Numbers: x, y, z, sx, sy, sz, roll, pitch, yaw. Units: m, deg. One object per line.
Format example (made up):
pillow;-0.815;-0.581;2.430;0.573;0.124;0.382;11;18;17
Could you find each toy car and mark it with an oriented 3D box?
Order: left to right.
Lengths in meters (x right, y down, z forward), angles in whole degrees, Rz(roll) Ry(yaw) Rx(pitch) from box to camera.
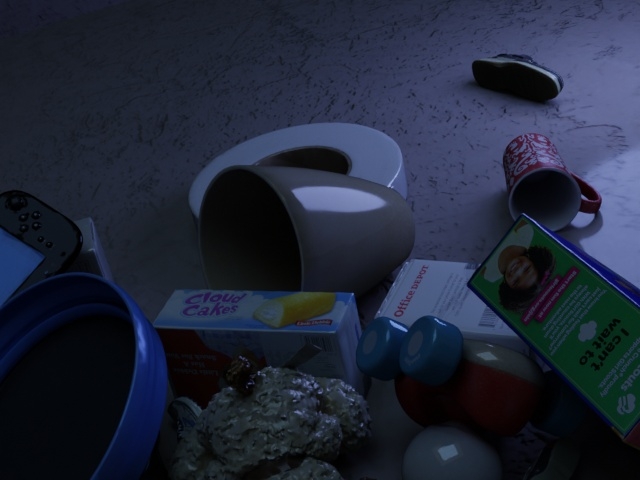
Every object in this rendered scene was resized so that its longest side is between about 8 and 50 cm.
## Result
toy car;0.146;0.233;1.203;0.210;0.219;0.238;-9;59;64

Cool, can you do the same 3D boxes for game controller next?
game controller;-0.496;0.068;1.544;0.166;0.067;0.319;27;64;20

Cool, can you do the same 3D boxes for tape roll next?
tape roll;-0.038;-0.090;1.857;0.392;0.072;0.392;-9;32;6

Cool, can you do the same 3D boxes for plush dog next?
plush dog;-0.044;0.267;1.210;0.262;0.210;0.225;-20;59;-8

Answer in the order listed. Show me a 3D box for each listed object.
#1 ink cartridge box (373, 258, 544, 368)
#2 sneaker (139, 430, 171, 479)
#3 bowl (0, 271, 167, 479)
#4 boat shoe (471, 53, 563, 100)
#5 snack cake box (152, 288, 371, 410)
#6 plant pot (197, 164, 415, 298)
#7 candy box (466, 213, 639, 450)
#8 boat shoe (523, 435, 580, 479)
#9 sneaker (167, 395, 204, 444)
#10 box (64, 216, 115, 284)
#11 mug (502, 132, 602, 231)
ink cartridge box;0.201;0.108;1.432;0.218;0.092;0.158;5;36;24
sneaker;-0.257;0.251;1.365;0.101;0.106;0.267;-26;32;-15
bowl;-0.350;0.227;1.304;0.391;0.077;0.391;-22;47;26
boat shoe;0.397;-0.333;2.075;0.073;0.080;0.223;-36;33;-24
snack cake box;-0.077;0.153;1.408;0.264;0.152;0.089;0;34;20
plant pot;0.000;0.000;1.567;0.274;0.256;0.256;-12;25;-39
candy box;0.356;0.130;1.175;0.122;0.268;0.317;-56;33;9
boat shoe;0.251;0.277;1.192;0.137;0.049;0.043;-49;4;-40
sneaker;-0.170;0.252;1.382;0.058;0.052;0.135;-35;37;-25
box;-0.490;0.088;1.674;0.311;0.148;0.121;-16;31;-7
mug;0.362;-0.088;1.703;0.113;0.150;0.169;-44;19;21
